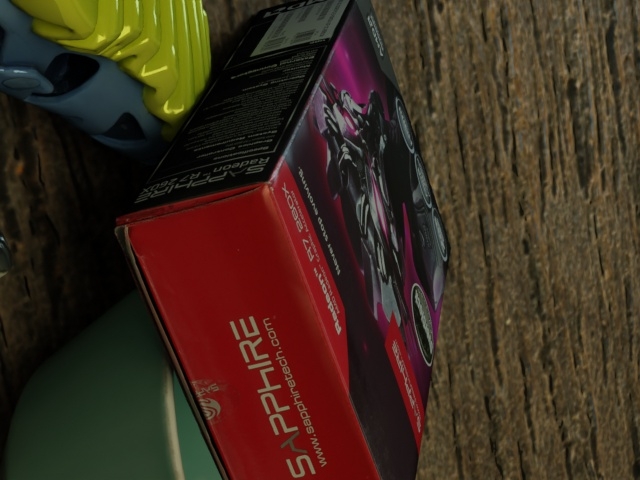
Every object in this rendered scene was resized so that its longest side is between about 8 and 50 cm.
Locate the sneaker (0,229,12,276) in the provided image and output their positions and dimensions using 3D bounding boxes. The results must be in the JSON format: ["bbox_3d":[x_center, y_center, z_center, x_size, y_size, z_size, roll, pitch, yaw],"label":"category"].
[{"bbox_3d":[-0.258,-0.005,0.608,0.182,0.410,0.158,-33,94,-12],"label":"sneaker"}]

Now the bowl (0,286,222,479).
[{"bbox_3d":[-0.089,0.166,0.838,0.311,0.163,0.312,-18,90,-72],"label":"bowl"}]

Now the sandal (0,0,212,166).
[{"bbox_3d":[-0.152,-0.124,0.772,0.317,0.138,0.126,48,35,-68],"label":"sandal"}]

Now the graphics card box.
[{"bbox_3d":[0.000,0.000,0.829,0.371,0.094,0.233,-71,144,-63],"label":"graphics card box"}]
